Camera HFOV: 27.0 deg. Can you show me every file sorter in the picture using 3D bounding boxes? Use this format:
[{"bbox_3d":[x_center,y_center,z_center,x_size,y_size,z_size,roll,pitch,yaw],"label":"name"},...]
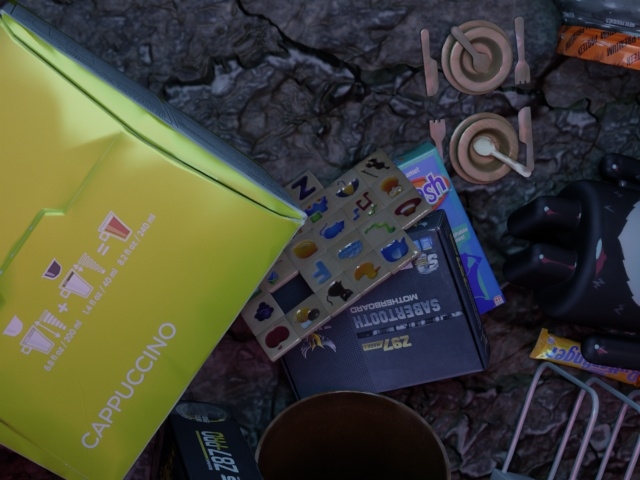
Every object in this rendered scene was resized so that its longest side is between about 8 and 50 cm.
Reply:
[{"bbox_3d":[0.387,0.278,1.612,0.277,0.193,0.173,18,95,-15],"label":"file sorter"}]

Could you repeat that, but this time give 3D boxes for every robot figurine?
[{"bbox_3d":[0.358,0.025,1.555,0.278,0.173,0.209,13,112,-14],"label":"robot figurine"}]

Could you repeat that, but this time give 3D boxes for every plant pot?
[{"bbox_3d":[0.027,0.326,1.529,0.215,0.215,0.230,-6,137,-11],"label":"plant pot"}]

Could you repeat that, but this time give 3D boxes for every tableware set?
[{"bbox_3d":[0.191,-0.158,1.550,0.128,0.039,0.194,-9,104,-10],"label":"tableware set"}]

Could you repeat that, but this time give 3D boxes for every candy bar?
[{"bbox_3d":[0.338,0.148,1.660,0.161,0.018,0.040,17,98,-14],"label":"candy bar"}]

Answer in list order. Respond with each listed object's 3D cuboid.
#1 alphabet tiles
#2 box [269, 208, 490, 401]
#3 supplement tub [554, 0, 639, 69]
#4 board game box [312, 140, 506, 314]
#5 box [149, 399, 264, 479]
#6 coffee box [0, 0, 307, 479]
[{"bbox_3d":[0.000,0.000,1.473,0.237,0.198,0.009,-36,137,-1],"label":"alphabet tiles"},{"bbox_3d":[0.057,0.080,1.511,0.232,0.059,0.183,-13,111,19],"label":"box"},{"bbox_3d":[0.374,-0.355,1.458,0.207,0.207,0.338,8,100,-14],"label":"supplement tub"},{"bbox_3d":[0.102,0.013,1.560,0.160,0.047,0.210,-27,106,0],"label":"board game box"},{"bbox_3d":[-0.145,0.410,1.460,0.097,0.318,0.395,8,102,-12],"label":"box"},{"bbox_3d":[-0.266,-0.008,1.332,0.338,0.334,0.337,34,94,-17],"label":"coffee box"}]
